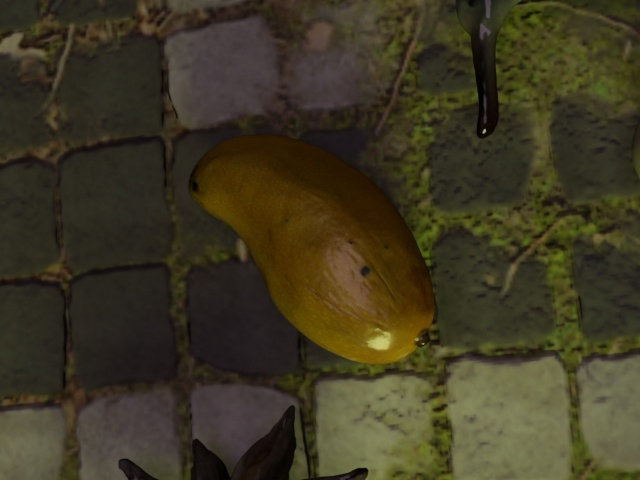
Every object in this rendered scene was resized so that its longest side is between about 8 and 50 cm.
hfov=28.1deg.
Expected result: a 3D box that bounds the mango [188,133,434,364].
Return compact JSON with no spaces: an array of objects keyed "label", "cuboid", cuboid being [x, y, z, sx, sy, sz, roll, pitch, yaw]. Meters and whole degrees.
[{"label":"mango","cuboid":[0.000,0.000,0.799,0.098,0.075,0.190,-44,69,-1]}]

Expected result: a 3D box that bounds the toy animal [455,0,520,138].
[{"label":"toy animal","cuboid":[0.196,-0.221,0.770,0.324,0.090,0.195,-27,72,4]}]

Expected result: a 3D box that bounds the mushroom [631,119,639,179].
[{"label":"mushroom","cuboid":[0.226,-0.056,0.758,0.083,0.067,0.084,-22,44,23]}]

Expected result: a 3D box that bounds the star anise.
[{"label":"star anise","cuboid":[-0.055,0.195,0.759,0.195,0.065,0.182,-18,46,7]}]
